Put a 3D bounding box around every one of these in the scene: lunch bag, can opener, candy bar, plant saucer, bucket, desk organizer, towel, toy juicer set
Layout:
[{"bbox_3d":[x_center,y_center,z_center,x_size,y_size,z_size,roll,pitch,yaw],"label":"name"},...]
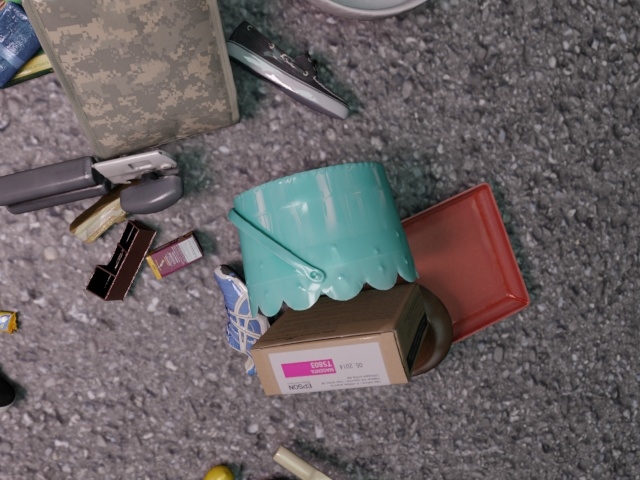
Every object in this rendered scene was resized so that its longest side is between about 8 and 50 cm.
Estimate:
[{"bbox_3d":[-0.256,-0.264,0.811,0.236,0.168,0.286,-18,137,-12],"label":"lunch bag"},{"bbox_3d":[-0.347,-0.072,0.838,0.284,0.076,0.095,-13,72,3],"label":"can opener"},{"bbox_3d":[-0.566,0.123,0.890,0.162,0.018,0.040,8,97,-12],"label":"candy bar"},{"bbox_3d":[0.133,0.165,0.990,0.199,0.036,0.198,4,110,12],"label":"plant saucer"},{"bbox_3d":[0.000,0.000,0.860,0.282,0.281,0.182,-13,87,-10],"label":"bucket"},{"bbox_3d":[-0.322,0.031,0.902,0.047,0.050,0.130,27,93,14],"label":"desk organizer"},{"bbox_3d":[-0.451,-0.278,0.803,0.067,0.029,0.119,42,89,-16],"label":"towel"},{"bbox_3d":[0.230,0.057,1.034,0.259,0.048,0.258,-25,103,-6],"label":"plant saucer"},{"bbox_3d":[-0.107,0.472,1.012,0.329,0.089,0.209,-35,91,3],"label":"toy juicer set"}]

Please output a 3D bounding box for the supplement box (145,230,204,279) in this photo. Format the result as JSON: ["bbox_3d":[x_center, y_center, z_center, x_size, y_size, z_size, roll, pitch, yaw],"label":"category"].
[{"bbox_3d":[-0.239,0.023,0.924,0.083,0.055,0.043,-27,103,-8],"label":"supplement box"}]

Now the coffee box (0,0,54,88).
[{"bbox_3d":[-0.464,-0.331,0.829,0.113,0.040,0.184,-20,103,-9],"label":"coffee box"}]

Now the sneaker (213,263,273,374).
[{"bbox_3d":[-0.130,0.138,0.952,0.081,0.080,0.211,-29,103,-8],"label":"sneaker"}]

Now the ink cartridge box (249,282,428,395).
[{"bbox_3d":[0.037,0.153,0.887,0.235,0.193,0.088,-11,104,23],"label":"ink cartridge box"}]

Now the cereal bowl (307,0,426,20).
[{"bbox_3d":[0.063,-0.507,0.863,0.340,0.141,0.338,-2,99,-11],"label":"cereal bowl"}]

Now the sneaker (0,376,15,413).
[{"bbox_3d":[-0.554,0.174,0.854,0.217,0.079,0.121,35,104,-17],"label":"sneaker"}]

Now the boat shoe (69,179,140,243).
[{"bbox_3d":[-0.335,-0.047,0.901,0.135,0.050,0.045,-37,128,-6],"label":"boat shoe"}]

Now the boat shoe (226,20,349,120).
[{"bbox_3d":[-0.044,-0.279,0.913,0.229,0.080,0.076,28,93,-7],"label":"boat shoe"}]
